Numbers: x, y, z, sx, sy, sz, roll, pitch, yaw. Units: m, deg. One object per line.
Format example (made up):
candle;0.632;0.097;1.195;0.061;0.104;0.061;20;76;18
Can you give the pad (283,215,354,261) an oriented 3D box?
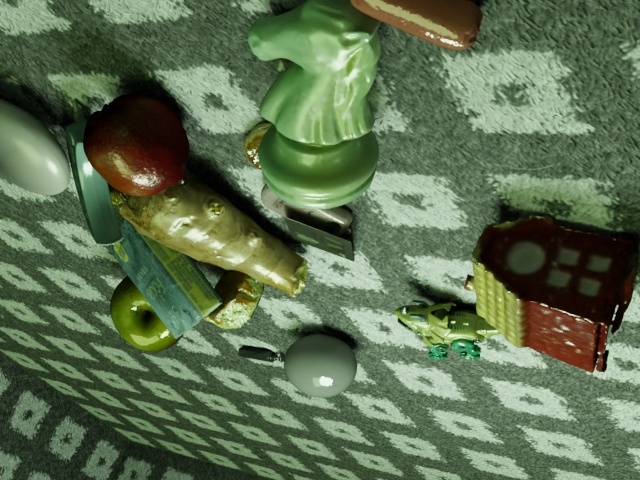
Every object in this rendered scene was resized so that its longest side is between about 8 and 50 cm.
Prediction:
pad;0.000;0.000;1.656;0.127;0.004;0.190;20;170;8

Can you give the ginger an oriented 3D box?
ginger;-0.207;0.008;1.723;0.236;0.166;0.375;-20;126;34

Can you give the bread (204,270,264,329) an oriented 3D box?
bread;-0.190;0.132;1.981;0.069;0.127;0.140;33;158;-28

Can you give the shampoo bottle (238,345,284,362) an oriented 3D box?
shampoo bottle;-0.154;0.301;2.394;0.137;0.027;0.048;5;151;33

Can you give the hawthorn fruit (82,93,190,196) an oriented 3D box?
hawthorn fruit;-0.292;-0.144;1.489;0.169;0.169;0.188;-10;128;49

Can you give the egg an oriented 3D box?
egg;-0.003;0.288;2.105;0.199;0.146;0.146;6;150;46

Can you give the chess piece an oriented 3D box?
chess piece;-0.006;-0.196;1.206;0.176;0.175;0.298;16;140;15

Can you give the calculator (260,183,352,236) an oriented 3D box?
calculator;-0.022;-0.054;1.595;0.175;0.032;0.100;28;154;-11

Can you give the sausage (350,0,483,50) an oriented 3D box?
sausage;0.110;-0.267;1.040;0.154;0.062;0.062;24;155;1

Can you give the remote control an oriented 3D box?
remote control;-0.606;-0.195;1.705;0.332;0.103;0.221;25;149;16

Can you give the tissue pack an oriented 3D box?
tissue pack;-0.330;0.068;1.927;0.257;0.081;0.185;53;150;2

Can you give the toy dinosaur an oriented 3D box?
toy dinosaur;0.275;0.169;1.723;0.259;0.094;0.153;4;153;18

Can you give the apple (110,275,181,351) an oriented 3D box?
apple;-0.397;0.161;2.155;0.196;0.196;0.157;25;-175;-4

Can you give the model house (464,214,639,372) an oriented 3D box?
model house;0.338;0.073;1.395;0.254;0.160;0.196;14;154;22

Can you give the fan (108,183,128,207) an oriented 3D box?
fan;-0.397;-0.110;1.761;0.155;0.082;0.039;14;150;44

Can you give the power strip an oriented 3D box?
power strip;-0.413;-0.126;1.638;0.167;0.054;0.253;42;143;53

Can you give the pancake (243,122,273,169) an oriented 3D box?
pancake;-0.052;-0.133;1.473;0.158;0.028;0.158;17;153;9
